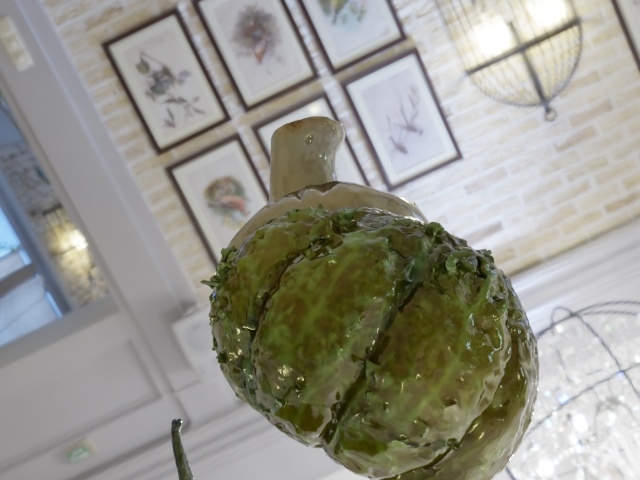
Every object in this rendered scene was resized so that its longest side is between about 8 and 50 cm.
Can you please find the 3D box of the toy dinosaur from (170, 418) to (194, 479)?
[{"bbox_3d":[-0.193,0.453,1.252,0.076,0.362,0.147,-11,-154,-27],"label":"toy dinosaur"}]

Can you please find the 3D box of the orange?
[{"bbox_3d":[0.049,0.086,0.717,0.301,0.300,0.223,19,-109,47],"label":"orange"}]

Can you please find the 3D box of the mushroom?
[{"bbox_3d":[0.023,0.023,1.092,0.356,0.315,0.315,-64,-163,-6],"label":"mushroom"}]
